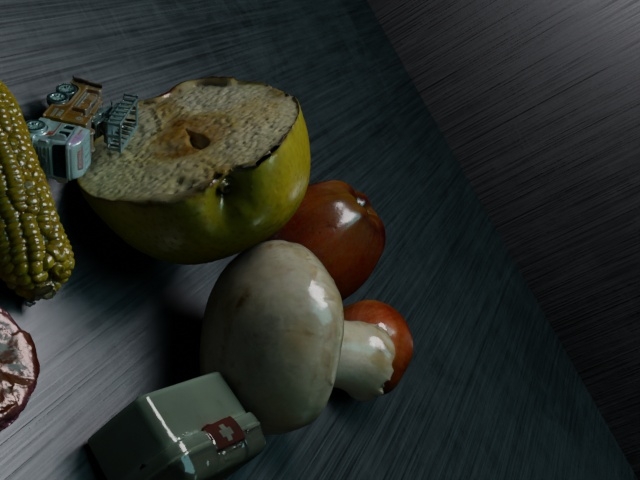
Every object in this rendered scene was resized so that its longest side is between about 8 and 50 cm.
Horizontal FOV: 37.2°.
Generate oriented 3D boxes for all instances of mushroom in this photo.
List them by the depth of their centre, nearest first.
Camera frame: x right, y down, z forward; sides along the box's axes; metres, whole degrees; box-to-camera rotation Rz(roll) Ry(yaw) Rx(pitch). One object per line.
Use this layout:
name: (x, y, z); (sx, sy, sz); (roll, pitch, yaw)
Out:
mushroom: (-0.029, 0.148, 1.412); (0.290, 0.297, 0.298); (8, 50, -19)

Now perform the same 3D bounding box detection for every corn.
corn: (-0.398, -0.073, 1.202); (0.102, 0.102, 0.313); (4, 58, -62)

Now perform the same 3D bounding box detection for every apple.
apple: (-0.001, -0.001, 1.750); (0.234, 0.234, 0.234); (44, 30, -34)
apple: (0.089, 0.202, 1.780); (0.199, 0.199, 0.199); (44, 30, -34)

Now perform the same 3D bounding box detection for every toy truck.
toy truck: (-0.339, -0.152, 1.345); (0.178, 0.115, 0.080); (-74, 174, -53)

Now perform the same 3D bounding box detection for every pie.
pie: (-0.393, 0.131, 1.055); (0.182, 0.049, 0.182); (40, 31, -30)

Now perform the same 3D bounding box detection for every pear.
pear: (-0.173, -0.084, 1.425); (0.386, 0.340, 0.191); (-127, -163, -58)

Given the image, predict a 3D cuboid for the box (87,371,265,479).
box: (-0.182, 0.262, 1.223); (0.129, 0.148, 0.210); (55, 23, 13)
